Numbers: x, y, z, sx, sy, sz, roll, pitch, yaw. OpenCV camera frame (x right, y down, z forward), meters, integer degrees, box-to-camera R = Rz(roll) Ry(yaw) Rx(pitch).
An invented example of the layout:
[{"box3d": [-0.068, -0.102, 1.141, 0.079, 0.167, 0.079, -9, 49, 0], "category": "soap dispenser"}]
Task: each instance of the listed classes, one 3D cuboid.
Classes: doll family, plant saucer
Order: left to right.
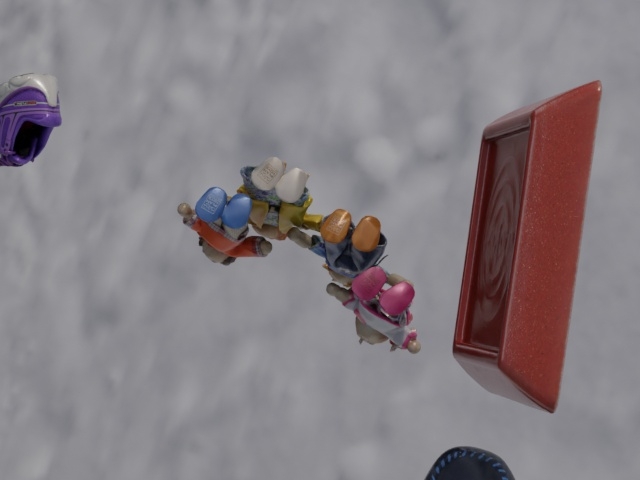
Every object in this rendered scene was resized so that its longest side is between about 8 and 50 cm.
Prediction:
[{"box3d": [0.000, 0.000, 1.753, 0.118, 0.263, 0.163, -60, -5, -16], "category": "doll family"}, {"box3d": [0.161, 0.003, 1.539, 0.258, 0.047, 0.259, 175, 104, -83], "category": "plant saucer"}]

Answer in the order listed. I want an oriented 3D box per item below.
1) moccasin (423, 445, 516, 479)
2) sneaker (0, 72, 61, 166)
[{"box3d": [0.115, 0.347, 1.615, 0.117, 0.137, 0.342, 40, -125, -72], "category": "moccasin"}, {"box3d": [-0.305, -0.092, 1.777, 0.170, 0.068, 0.071, -38, 60, 40], "category": "sneaker"}]
